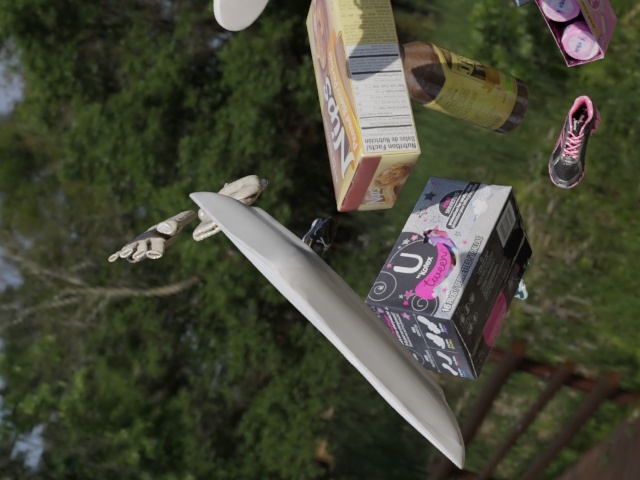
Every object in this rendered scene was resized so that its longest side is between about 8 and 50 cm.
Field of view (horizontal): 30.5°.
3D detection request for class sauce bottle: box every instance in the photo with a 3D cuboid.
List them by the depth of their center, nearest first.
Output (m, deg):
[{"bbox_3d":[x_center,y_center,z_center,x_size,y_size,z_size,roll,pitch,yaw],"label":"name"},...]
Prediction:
[{"bbox_3d":[0.209,-0.286,2.079,0.111,0.344,0.111,-37,45,50],"label":"sauce bottle"}]

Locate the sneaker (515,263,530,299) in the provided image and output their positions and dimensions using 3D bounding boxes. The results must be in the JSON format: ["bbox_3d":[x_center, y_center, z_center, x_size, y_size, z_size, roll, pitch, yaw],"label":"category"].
[{"bbox_3d":[0.380,0.062,2.237,0.069,0.098,0.038,-23,-20,-34],"label":"sneaker"}]

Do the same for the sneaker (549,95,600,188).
[{"bbox_3d":[0.306,-0.122,1.416,0.057,0.047,0.119,62,-136,-68],"label":"sneaker"}]

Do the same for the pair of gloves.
[{"bbox_3d":[-0.200,-0.035,1.839,0.042,0.240,0.204,62,-153,-12],"label":"pair of gloves"}]

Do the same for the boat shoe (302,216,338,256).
[{"bbox_3d":[0.000,0.000,2.066,0.046,0.038,0.125,62,-149,-22],"label":"boat shoe"}]

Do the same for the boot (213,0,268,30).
[{"bbox_3d":[-0.090,-0.336,1.321,0.086,0.069,0.190,37,115,52],"label":"boot"}]

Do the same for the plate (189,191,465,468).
[{"bbox_3d":[0.012,0.067,1.107,0.045,0.277,0.278,-44,26,-4],"label":"plate"}]

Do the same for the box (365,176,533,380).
[{"bbox_3d":[0.191,0.051,1.718,0.247,0.142,0.163,-61,-36,-30],"label":"box"}]

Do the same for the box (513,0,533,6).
[{"bbox_3d":[0.289,-0.480,1.400,0.395,0.293,0.212,-101,-15,-63],"label":"box"}]

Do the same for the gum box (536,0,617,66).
[{"bbox_3d":[0.374,-0.372,1.760,0.188,0.062,0.107,56,-139,-27],"label":"gum box"}]

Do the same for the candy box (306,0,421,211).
[{"bbox_3d":[0.054,-0.220,1.633,0.183,0.087,0.316,111,151,-67],"label":"candy box"}]
